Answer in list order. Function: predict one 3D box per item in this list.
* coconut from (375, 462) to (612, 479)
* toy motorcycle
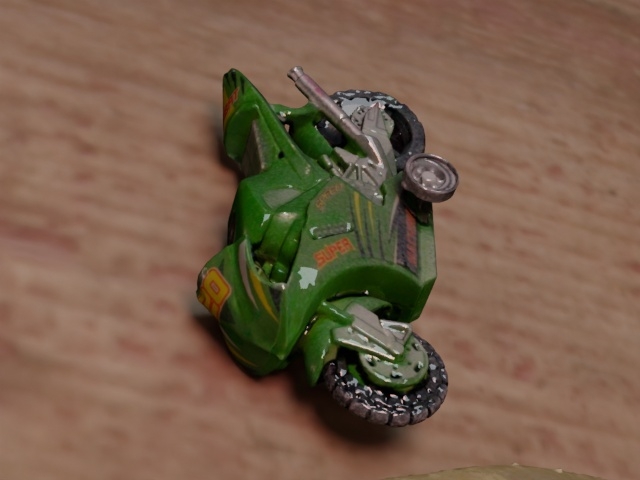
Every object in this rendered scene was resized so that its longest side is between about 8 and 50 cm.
[{"bbox_3d":[0.049,0.169,0.438,0.237,0.237,0.197,14,44,-18],"label":"coconut"},{"bbox_3d":[0.000,0.000,0.701,0.106,0.074,0.190,9,45,-11],"label":"toy motorcycle"}]
